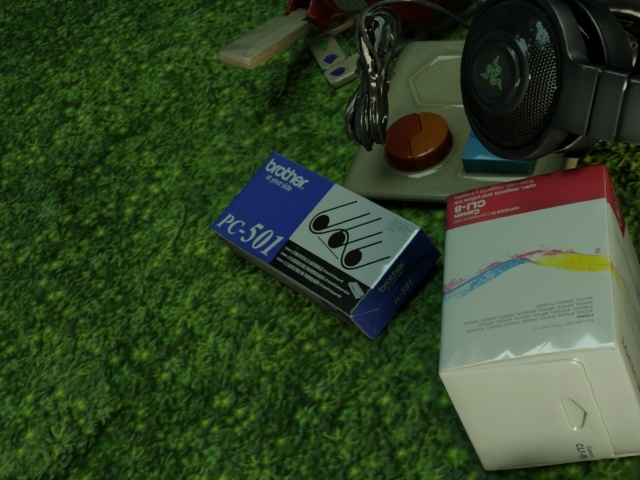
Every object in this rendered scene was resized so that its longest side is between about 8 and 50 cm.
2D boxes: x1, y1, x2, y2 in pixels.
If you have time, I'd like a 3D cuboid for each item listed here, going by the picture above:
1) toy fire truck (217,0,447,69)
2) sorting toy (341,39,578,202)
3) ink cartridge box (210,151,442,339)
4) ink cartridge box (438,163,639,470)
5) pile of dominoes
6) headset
[{"bbox_3d":[0.023,-0.265,1.342,0.217,0.158,0.246,14,83,49],"label":"toy fire truck"},{"bbox_3d":[0.157,-0.155,1.241,0.229,0.041,0.307,0,49,29],"label":"sorting toy"},{"bbox_3d":[0.000,0.000,1.160,0.207,0.046,0.097,29,76,44],"label":"ink cartridge box"},{"bbox_3d":[0.165,0.058,0.956,0.127,0.128,0.176,-11,43,19],"label":"ink cartridge box"},{"bbox_3d":[0.087,-0.283,1.411,0.251,0.040,0.196,-29,41,0],"label":"pile of dominoes"},{"bbox_3d":[0.194,-0.113,1.046,0.394,0.185,0.243,20,22,29],"label":"headset"}]
